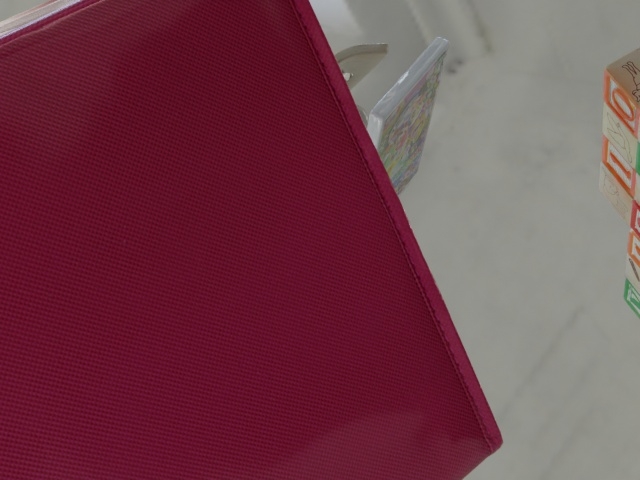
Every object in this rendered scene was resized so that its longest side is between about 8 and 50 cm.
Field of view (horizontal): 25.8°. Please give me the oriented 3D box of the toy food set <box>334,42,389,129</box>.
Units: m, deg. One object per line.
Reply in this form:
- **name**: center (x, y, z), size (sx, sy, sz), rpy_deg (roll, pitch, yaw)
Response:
- **toy food set**: center (0.000, 0.000, 1.198), size (0.092, 0.220, 0.306), rpy_deg (11, -97, -10)

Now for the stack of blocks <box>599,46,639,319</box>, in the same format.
- **stack of blocks**: center (0.295, -0.011, 1.057), size (0.087, 0.171, 0.297), rpy_deg (-30, -30, -7)

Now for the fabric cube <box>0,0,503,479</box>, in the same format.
- **fabric cube**: center (-0.133, 0.049, 0.587), size (0.258, 0.259, 0.254), rpy_deg (-37, -72, -35)

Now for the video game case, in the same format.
- **video game case**: center (0.048, -0.061, 0.891), size (0.087, 0.011, 0.122), rpy_deg (-50, -18, -37)
